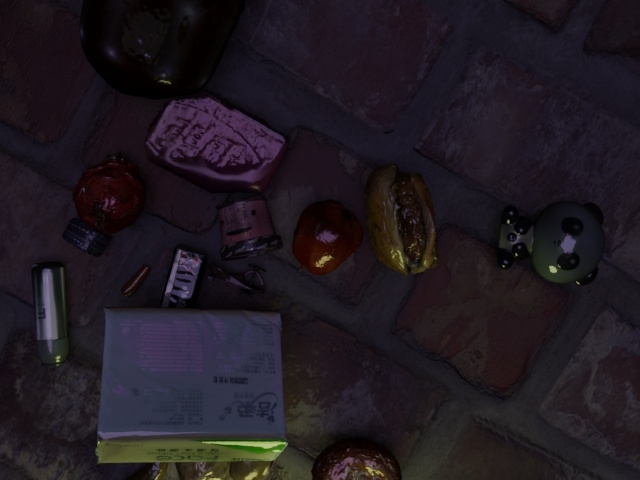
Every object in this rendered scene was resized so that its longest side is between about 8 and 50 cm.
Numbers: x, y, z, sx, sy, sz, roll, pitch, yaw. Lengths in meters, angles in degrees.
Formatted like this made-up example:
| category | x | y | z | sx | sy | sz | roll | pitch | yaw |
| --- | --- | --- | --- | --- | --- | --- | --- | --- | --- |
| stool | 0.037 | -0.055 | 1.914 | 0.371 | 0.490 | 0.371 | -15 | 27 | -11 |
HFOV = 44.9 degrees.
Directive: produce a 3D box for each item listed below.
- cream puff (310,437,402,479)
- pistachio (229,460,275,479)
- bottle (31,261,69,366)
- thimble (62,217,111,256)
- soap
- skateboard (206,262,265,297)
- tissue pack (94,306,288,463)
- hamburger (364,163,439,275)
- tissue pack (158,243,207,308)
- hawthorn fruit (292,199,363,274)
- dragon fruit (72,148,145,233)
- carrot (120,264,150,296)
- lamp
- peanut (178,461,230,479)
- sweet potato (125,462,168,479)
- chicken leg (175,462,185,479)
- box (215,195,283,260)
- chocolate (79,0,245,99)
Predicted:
| category | x | y | z | sx | sy | sz | roll | pitch | yaw |
| --- | --- | --- | --- | --- | --- | --- | --- | --- | --- |
| cream puff | 0.086 | 0.601 | 1.902 | 0.239 | 0.164 | 0.240 | 1 | 86 | -12 |
| pistachio | -0.169 | 0.497 | 1.911 | 0.131 | 0.129 | 0.206 | 7 | 89 | 9 |
| bottle | -0.671 | 0.180 | 1.912 | 0.096 | 0.079 | 0.254 | 0 | 96 | 38 |
| thimble | -0.570 | -0.008 | 1.889 | 0.104 | 0.095 | 0.066 | 26 | 84 | 34 |
| soap | -0.252 | -0.231 | 1.852 | 0.324 | 0.127 | 0.220 | 28 | 92 | -1 |
| skateboard | -0.204 | 0.088 | 1.915 | 0.151 | 0.067 | 0.080 | 21 | 84 | -7 |
| tissue pack | -0.293 | 0.328 | 1.753 | 0.404 | 0.205 | 0.332 | 4 | 57 | -15 |
| hamburger | 0.180 | -0.049 | 1.785 | 0.144 | 0.283 | 0.260 | -7 | 90 | -7 |
| tissue pack | -0.335 | 0.102 | 1.889 | 0.090 | 0.103 | 0.170 | 17 | 95 | -6 |
| hawthorn fruit | 0.010 | -0.011 | 1.855 | 0.173 | 0.179 | 0.174 | 12 | 61 | -22 |
| dragon fruit | -0.500 | -0.105 | 1.834 | 0.172 | 0.210 | 0.172 | 7 | 136 | 6 |
| carrot | -0.459 | 0.101 | 1.926 | 0.032 | 0.032 | 0.093 | 40 | 88 | -3 |
| lamp | 0.549 | 0.001 | 1.845 | 0.243 | 0.198 | 0.198 | 6 | 95 | 8 |
| peanut | -0.284 | 0.456 | 1.871 | 0.120 | 0.136 | 0.299 | -18 | 58 | 22 |
| sweet potato | -0.442 | 0.591 | 1.953 | 0.081 | 0.062 | 0.233 | 35 | 91 | -1 |
| chicken leg | -0.318 | 0.532 | 1.940 | 0.103 | 0.088 | 0.228 | -16 | 88 | 11 |
| box | -0.178 | -0.031 | 1.860 | 0.151 | 0.151 | 0.135 | -14 | 86 | 1 |
| chocolate | -0.355 | -0.479 | 1.723 | 0.383 | 0.384 | 0.332 | 12 | 100 | -1 |
